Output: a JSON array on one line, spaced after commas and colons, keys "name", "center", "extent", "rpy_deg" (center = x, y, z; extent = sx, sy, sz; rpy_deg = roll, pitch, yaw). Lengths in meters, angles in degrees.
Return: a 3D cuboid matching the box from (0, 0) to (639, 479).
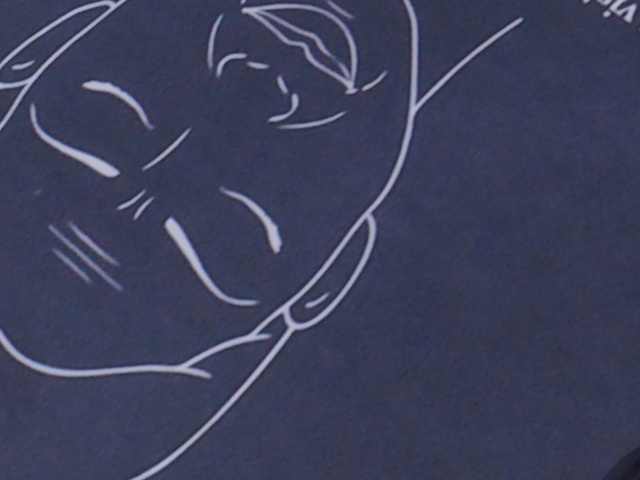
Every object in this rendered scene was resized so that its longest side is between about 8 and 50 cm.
[{"name": "box", "center": [0.000, 0.000, 0.561], "extent": [0.395, 0.212, 0.293], "rpy_deg": [-43, 66, -13]}]
